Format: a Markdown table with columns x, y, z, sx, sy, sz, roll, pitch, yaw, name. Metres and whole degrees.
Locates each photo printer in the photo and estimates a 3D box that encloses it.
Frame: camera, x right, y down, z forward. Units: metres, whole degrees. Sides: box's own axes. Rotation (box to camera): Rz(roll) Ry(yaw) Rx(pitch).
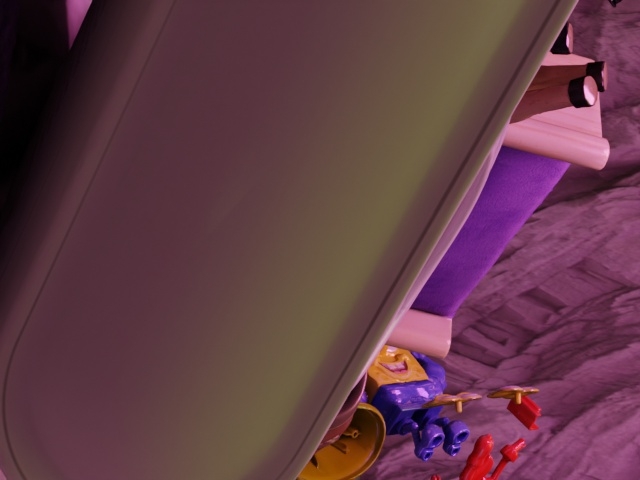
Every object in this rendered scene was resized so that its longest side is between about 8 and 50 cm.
| x | y | z | sx | sy | sz | roll | pitch | yaw | name |
| --- | --- | --- | --- | --- | --- | --- | --- | --- | --- |
| -0.010 | -0.075 | 0.448 | 0.308 | 0.107 | 0.256 | -62 | -166 | 21 | photo printer |

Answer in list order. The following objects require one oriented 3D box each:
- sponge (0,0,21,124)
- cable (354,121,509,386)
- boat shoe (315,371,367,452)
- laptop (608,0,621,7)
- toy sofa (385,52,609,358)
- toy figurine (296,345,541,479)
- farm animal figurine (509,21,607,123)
| x | y | z | sx | sy | sz | roll | pitch | yaw | name |
| --- | --- | --- | --- | --- | --- | --- | --- | --- | --- |
| -0.107 | -0.060 | 0.364 | 0.117 | 0.031 | 0.210 | 25 | 73 | -84 | sponge |
| 0.000 | 0.000 | 0.732 | 0.257 | 0.089 | 0.257 | -56 | 166 | -1 | cable |
| 0.001 | 0.024 | 1.165 | 0.104 | 0.110 | 0.307 | 108 | -1 | -58 | boat shoe |
| 0.088 | -0.403 | 0.720 | 0.382 | 0.236 | 0.408 | 33 | 26 | -57 | laptop |
| 0.113 | -0.012 | 1.325 | 0.362 | 0.150 | 0.177 | 121 | -22 | -52 | toy sofa |
| 0.040 | 0.186 | 1.600 | 0.362 | 0.217 | 0.191 | -3 | 124 | -40 | toy figurine |
| 0.033 | -0.216 | 0.794 | 0.326 | 0.172 | 0.330 | -11 | 97 | -64 | farm animal figurine |
